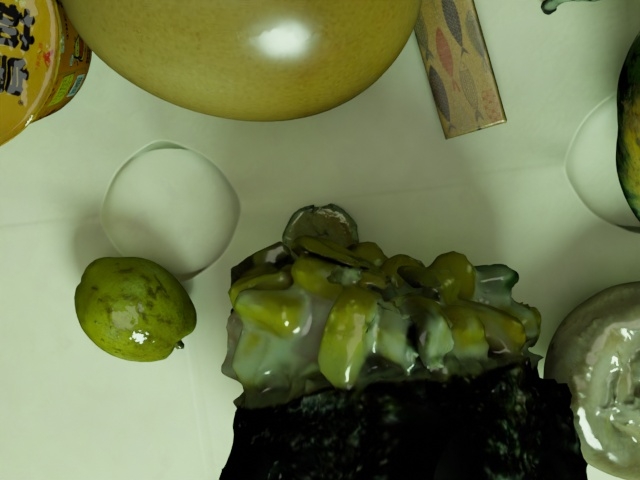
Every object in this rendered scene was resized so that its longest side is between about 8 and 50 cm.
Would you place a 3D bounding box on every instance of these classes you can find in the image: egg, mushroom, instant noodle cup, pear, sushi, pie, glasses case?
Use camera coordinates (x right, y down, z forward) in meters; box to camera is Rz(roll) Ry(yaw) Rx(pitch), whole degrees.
[{"bbox_3d":[-0.070,-0.232,0.754,0.322,0.250,0.250,4,101,-1],"label":"egg"},{"bbox_3d":[0.325,0.149,0.816,0.207,0.215,0.207,0,107,0],"label":"mushroom"},{"bbox_3d":[-0.326,-0.194,0.822,0.215,0.172,0.216,1,101,4],"label":"instant noodle cup"},{"bbox_3d":[-0.196,0.073,0.898,0.131,0.107,0.107,37,101,5],"label":"pear"},{"bbox_3d":[0.075,0.142,0.797,0.328,0.328,0.285,7,71,-33],"label":"sushi"},{"bbox_3d":[0.000,0.000,0.911,0.084,0.020,0.084,1,100,6],"label":"pie"},{"bbox_3d":[0.134,-0.192,0.855,0.064,0.041,0.170,-15,100,19],"label":"glasses case"}]

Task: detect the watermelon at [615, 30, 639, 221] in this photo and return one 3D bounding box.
[{"bbox_3d":[0.381,-0.103,0.736,0.269,0.269,0.269,1,101,4],"label":"watermelon"}]

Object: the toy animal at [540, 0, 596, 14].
[{"bbox_3d":[0.308,-0.259,0.759,0.217,0.176,0.073,-13,98,8],"label":"toy animal"}]
